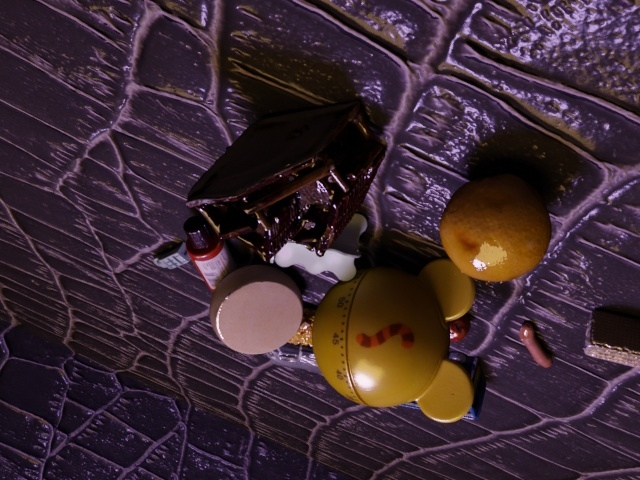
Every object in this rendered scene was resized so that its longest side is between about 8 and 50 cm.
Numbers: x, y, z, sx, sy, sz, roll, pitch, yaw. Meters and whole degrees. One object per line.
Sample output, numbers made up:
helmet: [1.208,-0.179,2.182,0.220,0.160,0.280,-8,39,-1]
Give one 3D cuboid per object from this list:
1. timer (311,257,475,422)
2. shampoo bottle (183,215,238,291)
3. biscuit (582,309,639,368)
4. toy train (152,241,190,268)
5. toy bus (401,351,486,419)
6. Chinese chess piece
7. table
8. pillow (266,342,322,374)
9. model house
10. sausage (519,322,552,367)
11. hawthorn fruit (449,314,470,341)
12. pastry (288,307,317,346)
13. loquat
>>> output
timer: [0.185,0.233,1.550,0.387,0.376,0.376,-3,141,28]
shampoo bottle: [-0.308,0.035,1.794,0.105,0.104,0.278,11,148,20]
biscuit: [0.707,0.225,1.409,0.239,0.108,0.061,13,142,18]
toy train: [-0.465,0.058,1.988,0.052,0.051,0.234,43,145,-22]
toy bus: [0.333,0.421,1.936,0.288,0.138,0.175,4,143,29]
Chinese chess piece: [-0.181,0.196,1.831,0.274,0.102,0.273,-7,118,-13]
table: [0.000,0.000,1.496,0.199,0.166,0.166,13,149,3]
pillow: [-0.040,0.372,2.074,0.335,0.092,0.161,10,153,13]
model house: [-0.033,-0.074,1.278,0.297,0.317,0.282,13,147,41]
sausage: [0.548,0.270,1.651,0.043,0.043,0.186,-5,140,38]
hawthorn fruit: [0.344,0.214,1.672,0.093,0.093,0.093,17,149,11]
pastry: [-0.040,0.268,1.979,0.250,0.102,0.154,12,142,20]
loquat: [0.321,-0.020,1.187,0.208,0.208,0.208,17,149,11]
